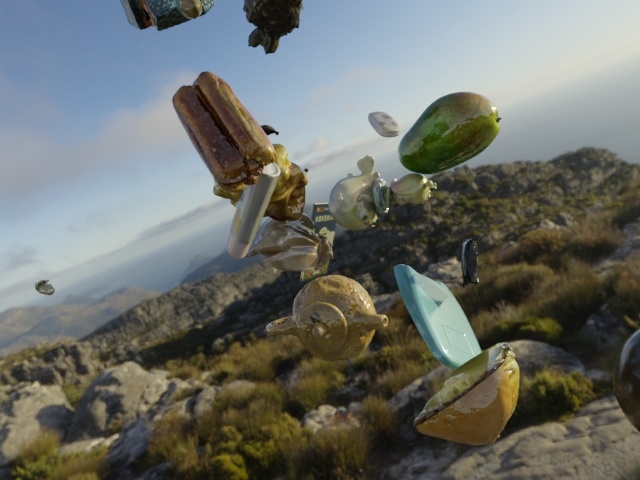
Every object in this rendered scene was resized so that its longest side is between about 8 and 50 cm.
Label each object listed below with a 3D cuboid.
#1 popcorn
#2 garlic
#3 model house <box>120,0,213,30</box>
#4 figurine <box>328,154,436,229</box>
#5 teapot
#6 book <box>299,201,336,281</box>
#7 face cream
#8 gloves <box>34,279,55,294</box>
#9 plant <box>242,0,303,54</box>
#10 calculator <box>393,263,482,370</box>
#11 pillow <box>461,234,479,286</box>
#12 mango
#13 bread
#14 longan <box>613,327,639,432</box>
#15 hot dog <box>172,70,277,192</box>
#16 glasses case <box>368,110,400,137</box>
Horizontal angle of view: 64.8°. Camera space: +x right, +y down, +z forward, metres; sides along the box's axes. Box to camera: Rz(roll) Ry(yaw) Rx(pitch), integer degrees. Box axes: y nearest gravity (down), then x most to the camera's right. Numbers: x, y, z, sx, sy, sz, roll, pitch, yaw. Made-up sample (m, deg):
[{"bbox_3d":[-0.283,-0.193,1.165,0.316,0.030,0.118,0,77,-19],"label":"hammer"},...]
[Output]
[{"bbox_3d":[-0.174,-0.167,1.496,0.297,0.315,0.281,-11,49,59],"label":"popcorn"},{"bbox_3d":[-0.108,0.017,1.711,0.291,0.238,0.210,12,-36,-9],"label":"garlic"},{"bbox_3d":[-0.399,-0.692,1.394,0.253,0.185,0.291,-32,44,-21],"label":"model house"},{"bbox_3d":[0.219,-0.187,1.844,0.394,0.275,0.226,-8,-7,23],"label":"figurine"},{"bbox_3d":[0.008,0.188,1.161,0.311,0.204,0.167,-8,5,23],"label":"teapot"},{"bbox_3d":[0.000,0.000,2.085,0.018,0.323,0.228,16,13,24],"label":"book"},{"bbox_3d":[-0.181,-0.081,1.320,0.073,0.269,0.107,15,34,-17],"label":"face cream"},{"bbox_3d":[-0.727,0.128,1.333,0.037,0.044,0.081,-19,-32,-16],"label":"gloves"},{"bbox_3d":[-0.166,-0.834,1.805,0.213,0.215,0.312,8,-29,-6],"label":"plant"},{"bbox_3d":[0.345,0.228,1.439,0.054,0.256,0.386,-46,37,27],"label":"calculator"},{"bbox_3d":[0.444,0.061,1.497,0.048,0.150,0.090,2,-7,9],"label":"pillow"},{"bbox_3d":[0.411,-0.353,1.685,0.381,0.225,0.201,-25,15,42],"label":"mango"},{"bbox_3d":[0.346,0.365,1.128,0.262,0.163,0.204,-49,-22,25],"label":"bread"},{"bbox_3d":[0.755,0.294,1.016,0.297,0.297,0.297,-22,7,3],"label":"longan"},{"bbox_3d":[-0.230,-0.258,1.200,0.158,0.349,0.117,-38,-28,4],"label":"hot dog"},{"bbox_3d":[0.186,-0.343,1.485,0.063,0.041,0.164,-5,34,-10],"label":"glasses case"}]
